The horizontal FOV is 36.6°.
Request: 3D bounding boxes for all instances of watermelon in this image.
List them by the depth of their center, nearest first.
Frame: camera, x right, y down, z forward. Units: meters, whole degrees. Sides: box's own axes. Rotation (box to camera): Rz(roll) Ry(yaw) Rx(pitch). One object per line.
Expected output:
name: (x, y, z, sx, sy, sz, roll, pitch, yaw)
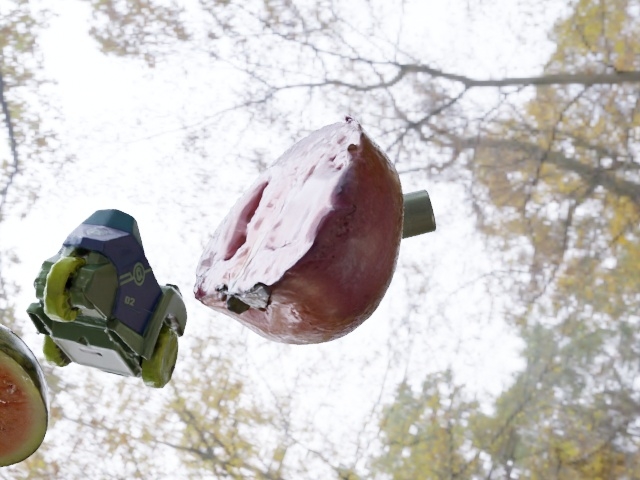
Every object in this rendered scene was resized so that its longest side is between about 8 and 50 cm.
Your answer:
watermelon: (-0.282, 0.129, 0.876, 0.069, 0.087, 0.163, -86, -1, -58)

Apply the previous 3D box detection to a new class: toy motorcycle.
toy motorcycle: (-0.312, 0.074, 1.404, 0.326, 0.191, 0.199, 84, -160, -61)

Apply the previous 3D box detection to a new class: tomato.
tomato: (0.005, 0.002, 1.206, 0.176, 0.335, 0.289, 37, -113, -20)

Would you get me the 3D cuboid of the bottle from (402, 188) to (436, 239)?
bottle: (0.058, -0.021, 1.702, 0.286, 0.082, 0.082, -14, -67, 3)
